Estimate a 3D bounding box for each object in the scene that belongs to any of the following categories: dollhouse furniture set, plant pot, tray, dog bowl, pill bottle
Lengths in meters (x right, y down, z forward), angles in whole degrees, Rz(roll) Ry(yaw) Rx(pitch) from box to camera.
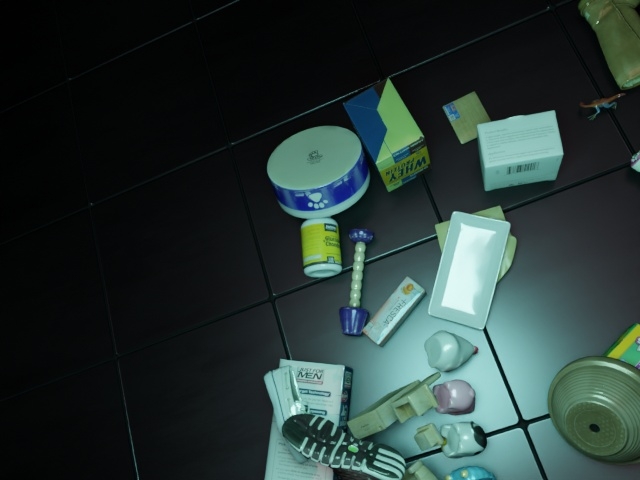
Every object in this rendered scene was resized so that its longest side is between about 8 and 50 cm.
[{"bbox_3d":[0.240,0.512,1.314,0.303,0.174,0.355,-41,75,42],"label":"dollhouse furniture set"},{"bbox_3d":[0.587,0.372,1.229,0.237,0.110,0.237,11,109,37],"label":"plant pot"},{"bbox_3d":[0.369,0.072,1.459,0.145,0.030,0.270,14,89,22],"label":"tray"},{"bbox_3d":[-0.005,-0.187,1.571,0.265,0.104,0.265,-10,45,10],"label":"dog bowl"},{"bbox_3d":[0.000,0.000,1.571,0.103,0.103,0.184,-9,72,13],"label":"pill bottle"}]

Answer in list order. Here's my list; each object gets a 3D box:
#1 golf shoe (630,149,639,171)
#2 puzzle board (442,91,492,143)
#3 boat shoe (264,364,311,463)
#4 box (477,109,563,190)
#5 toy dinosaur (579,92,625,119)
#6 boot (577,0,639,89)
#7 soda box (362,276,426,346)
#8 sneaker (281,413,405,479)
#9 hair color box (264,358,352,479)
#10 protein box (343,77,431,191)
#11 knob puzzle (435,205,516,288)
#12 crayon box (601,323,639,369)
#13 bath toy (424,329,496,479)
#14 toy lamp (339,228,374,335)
[{"bbox_3d":[0.900,-0.227,1.386,0.306,0.115,0.140,-35,78,11],"label":"golf shoe"},{"bbox_3d":[0.404,-0.335,1.603,0.096,0.011,0.128,-25,68,9],"label":"puzzle board"},{"bbox_3d":[-0.063,0.398,1.368,0.076,0.083,0.226,-29,67,8],"label":"boat shoe"},{"bbox_3d":[0.488,-0.217,1.452,0.181,0.182,0.119,-8,74,14],"label":"box"},{"bbox_3d":[0.708,-0.354,1.493,0.082,0.090,0.047,0,54,-16],"label":"toy dinosaur"},{"bbox_3d":[0.825,-0.549,1.509,0.236,0.089,0.269,-26,68,19],"label":"boot"},{"bbox_3d":[0.188,0.182,1.485,0.058,0.063,0.183,40,89,22],"label":"soda box"},{"bbox_3d":[0.038,0.497,1.277,0.281,0.106,0.162,18,122,21],"label":"sneaker"},{"bbox_3d":[-0.027,0.476,1.437,0.174,0.105,0.347,2,75,17],"label":"hair color box"},{"bbox_3d":[0.179,-0.271,1.546,0.136,0.201,0.200,-28,68,7],"label":"protein box"},{"bbox_3d":[0.400,0.029,1.485,0.213,0.030,0.213,-3,82,21],"label":"knob puzzle"},{"bbox_3d":[0.741,0.336,1.270,0.165,0.081,0.278,-46,67,-1],"label":"crayon box"},{"bbox_3d":[0.324,0.381,1.355,0.129,0.151,0.348,4,68,-22],"label":"bath toy"},{"bbox_3d":[0.094,0.109,1.525,0.080,0.080,0.274,1,75,16],"label":"toy lamp"}]
